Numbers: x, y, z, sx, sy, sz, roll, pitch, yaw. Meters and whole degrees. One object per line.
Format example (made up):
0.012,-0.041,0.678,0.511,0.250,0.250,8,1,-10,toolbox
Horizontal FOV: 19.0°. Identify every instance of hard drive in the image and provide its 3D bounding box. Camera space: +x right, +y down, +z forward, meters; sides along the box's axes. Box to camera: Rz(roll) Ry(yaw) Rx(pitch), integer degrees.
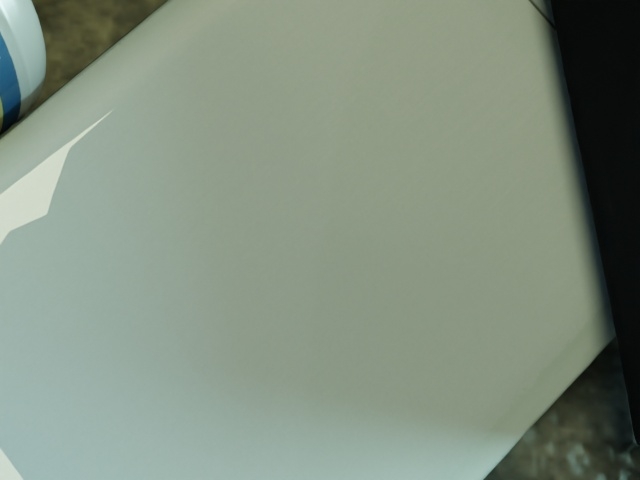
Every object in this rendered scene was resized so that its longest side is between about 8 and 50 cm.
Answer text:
0.000,0.000,0.795,0.233,0.047,0.353,48,65,-3,hard drive

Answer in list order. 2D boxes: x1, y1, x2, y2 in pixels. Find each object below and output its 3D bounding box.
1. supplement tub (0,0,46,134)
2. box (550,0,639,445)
-0.221,-0.052,0.735,0.144,0.144,0.199,42,66,8,supplement tub
0.209,-0.056,0.812,0.184,0.103,0.261,-2,76,-32,box
